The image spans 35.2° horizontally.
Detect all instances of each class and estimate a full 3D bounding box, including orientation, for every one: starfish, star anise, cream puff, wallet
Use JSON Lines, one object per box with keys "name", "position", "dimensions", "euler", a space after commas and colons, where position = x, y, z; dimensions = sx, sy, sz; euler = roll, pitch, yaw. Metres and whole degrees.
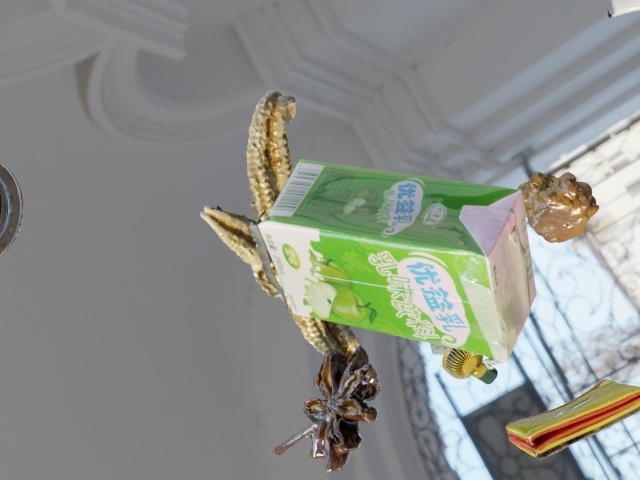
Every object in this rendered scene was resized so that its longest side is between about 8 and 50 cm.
{"name": "starfish", "position": [0.000, 0.000, 1.520], "dimensions": [0.432, 0.082, 0.324], "euler": [45, -121, -27]}
{"name": "star anise", "position": [0.014, 0.231, 1.411], "dimensions": [0.073, 0.234, 0.177], "euler": [23, -103, -29]}
{"name": "cream puff", "position": [0.356, -0.056, 1.528], "dimensions": [0.094, 0.122, 0.116], "euler": [-85, -13, -48]}
{"name": "wallet", "position": [0.471, 0.331, 1.872], "dimensions": [0.141, 0.241, 0.067], "euler": [173, 76, -79]}

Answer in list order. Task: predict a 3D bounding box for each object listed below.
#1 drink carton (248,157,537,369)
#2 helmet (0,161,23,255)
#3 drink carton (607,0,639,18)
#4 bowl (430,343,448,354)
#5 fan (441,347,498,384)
{"name": "drink carton", "position": [0.078, 0.020, 1.054], "dimensions": [0.108, 0.271, 0.161], "euler": [-57, -36, -34]}
{"name": "helmet", "position": [-0.455, -0.034, 1.252], "dimensions": [0.107, 0.177, 0.153], "euler": [154, 116, -78]}
{"name": "drink carton", "position": [0.428, -0.349, 1.140], "dimensions": [0.324, 0.194, 0.132], "euler": [-41, -62, -62]}
{"name": "bowl", "position": [0.304, 0.145, 2.148], "dimensions": [0.112, 0.211, 0.211], "euler": [59, -160, -7]}
{"name": "fan", "position": [0.304, 0.247, 1.995], "dimensions": [0.155, 0.082, 0.039], "euler": [32, -174, -41]}
